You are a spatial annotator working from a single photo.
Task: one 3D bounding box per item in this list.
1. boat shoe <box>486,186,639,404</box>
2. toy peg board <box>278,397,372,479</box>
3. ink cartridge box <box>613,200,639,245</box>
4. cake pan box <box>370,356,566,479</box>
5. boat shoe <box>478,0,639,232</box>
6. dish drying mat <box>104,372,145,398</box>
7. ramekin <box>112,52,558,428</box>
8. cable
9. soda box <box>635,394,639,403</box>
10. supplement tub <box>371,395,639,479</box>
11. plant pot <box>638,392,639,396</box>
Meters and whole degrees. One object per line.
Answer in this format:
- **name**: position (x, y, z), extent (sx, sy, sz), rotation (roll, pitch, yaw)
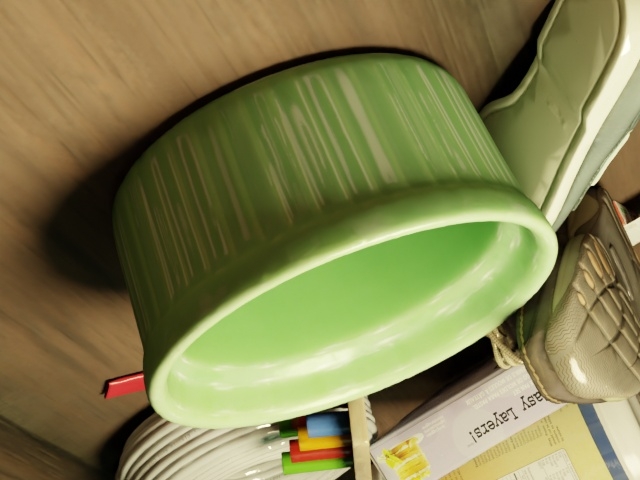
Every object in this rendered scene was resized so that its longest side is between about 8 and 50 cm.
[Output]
- **boat shoe**: position (0.190, 0.061, 1.465), extent (0.130, 0.132, 0.355), rotation (-23, -173, 17)
- **toy peg board**: position (-0.003, 0.127, 1.558), extent (0.079, 0.161, 0.161), rotation (-7, 157, 0)
- **ink cartridge box**: position (0.272, -0.011, 1.657), extent (0.115, 0.029, 0.063), rotation (-32, 156, 21)
- **cake pan box**: position (0.196, 0.142, 1.786), extent (0.245, 0.070, 0.267), rotation (-32, 177, 23)
- **boat shoe**: position (0.192, -0.084, 1.302), extent (0.099, 0.116, 0.319), rotation (-8, 149, -23)
- **dish drying mat**: position (-0.151, 0.123, 1.589), extent (0.083, 0.008, 0.032), rotation (-12, 155, -22)
- **ramekin**: position (0.000, 0.000, 1.263), extent (0.303, 0.148, 0.303), rotation (-19, 158, -8)
- **cable**: position (-0.070, 0.200, 1.733), extent (0.257, 0.089, 0.257), rotation (-17, 157, -12)
- **soda box**: position (0.443, 0.172, 2.192), extent (0.183, 0.063, 0.058), rotation (-14, 156, -23)
- **supplement tub**: position (0.224, 0.279, 2.009), extent (0.316, 0.228, 0.228), rotation (-27, 158, 11)
- **plant pot**: position (0.495, 0.152, 2.059), extent (0.187, 0.188, 0.167), rotation (-40, 164, 36)
